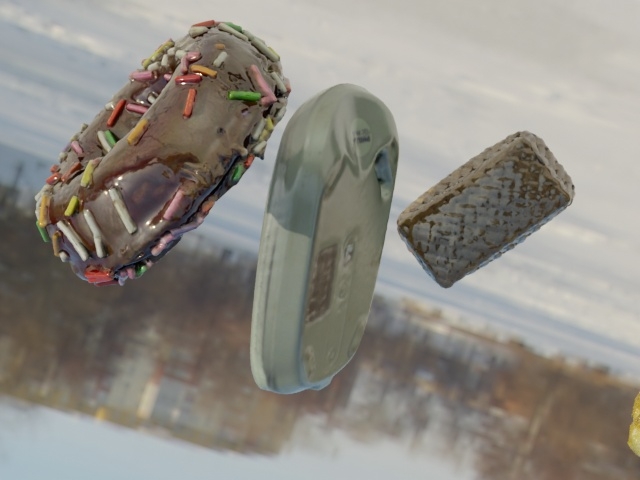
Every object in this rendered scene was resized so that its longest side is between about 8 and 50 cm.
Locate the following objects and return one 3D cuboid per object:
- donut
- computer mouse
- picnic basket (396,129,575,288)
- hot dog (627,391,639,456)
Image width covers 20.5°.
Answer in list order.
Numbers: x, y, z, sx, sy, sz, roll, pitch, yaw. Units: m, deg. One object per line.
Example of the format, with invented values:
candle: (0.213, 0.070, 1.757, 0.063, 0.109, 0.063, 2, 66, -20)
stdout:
donut: (-0.139, -0.078, 1.519, 0.103, 0.270, 0.269, 41, 171, -17)
computer mouse: (-0.005, -0.002, 1.822, 0.095, 0.331, 0.197, 22, -158, 30)
picnic basket: (0.181, -0.033, 1.946, 0.110, 0.193, 0.055, 54, -172, -3)
hot dog: (0.379, 0.125, 1.781, 0.083, 0.068, 0.289, 14, -144, 19)
